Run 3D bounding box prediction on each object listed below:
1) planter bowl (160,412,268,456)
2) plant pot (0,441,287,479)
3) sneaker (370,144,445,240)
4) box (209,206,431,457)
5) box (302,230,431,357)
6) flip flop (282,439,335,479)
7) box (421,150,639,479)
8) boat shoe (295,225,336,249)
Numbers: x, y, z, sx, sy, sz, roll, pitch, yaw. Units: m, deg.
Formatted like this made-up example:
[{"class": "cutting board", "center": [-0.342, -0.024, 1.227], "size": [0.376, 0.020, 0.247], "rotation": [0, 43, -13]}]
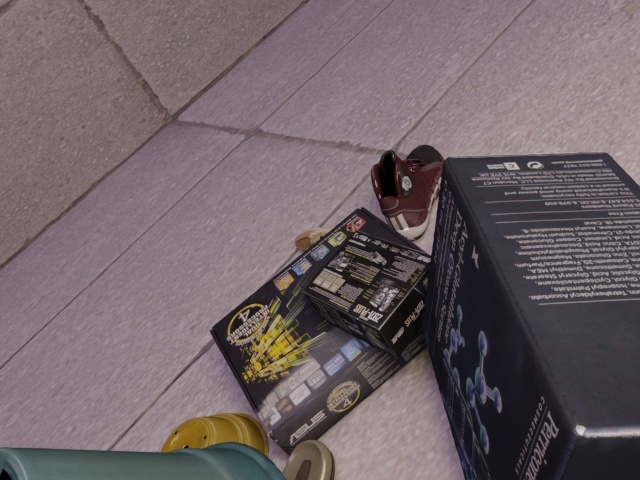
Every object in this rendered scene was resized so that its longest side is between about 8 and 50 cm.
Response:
[{"class": "planter bowl", "center": [-0.202, 0.364, 0.958], "size": [0.217, 0.090, 0.217], "rotation": [-23, 36, 18]}, {"class": "plant pot", "center": [-0.247, 0.392, 0.663], "size": [0.341, 0.334, 0.342], "rotation": [-20, 57, 33]}, {"class": "sneaker", "center": [0.181, -0.146, 1.189], "size": [0.106, 0.163, 0.282], "rotation": [-11, 41, 31]}, {"class": "box", "center": [0.020, 0.142, 1.037], "size": [0.394, 0.097, 0.318], "rotation": [-38, 38, -6]}, {"class": "box", "center": [0.087, 0.078, 0.913], "size": [0.180, 0.078, 0.147], "rotation": [20, 61, 47]}, {"class": "flip flop", "center": [-0.056, 0.403, 0.795], "size": [0.112, 0.080, 0.277], "rotation": [-6, 46, 35]}, {"class": "box", "center": [0.263, 0.125, 0.630], "size": [0.211, 0.294, 0.396], "rotation": [-3, 37, -3]}, {"class": "boat shoe", "center": [0.000, 0.000, 1.264], "size": [0.135, 0.050, 0.045], "rotation": [-13, 34, 28]}]
